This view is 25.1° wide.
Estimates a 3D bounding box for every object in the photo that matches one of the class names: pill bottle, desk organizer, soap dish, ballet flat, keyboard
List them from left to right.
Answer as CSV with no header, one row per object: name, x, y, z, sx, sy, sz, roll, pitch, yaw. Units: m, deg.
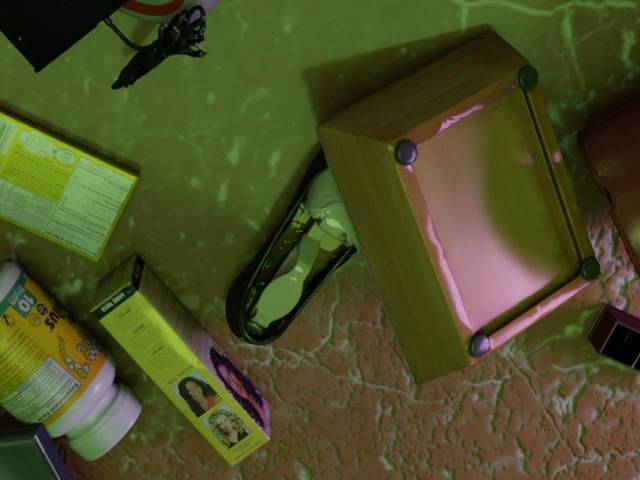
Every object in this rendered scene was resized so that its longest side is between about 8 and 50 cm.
pill bottle,-0.288,0.131,1.495,0.117,0.117,0.208,-42,106,10
keyboard,-0.206,-0.224,1.314,0.201,0.317,0.033,50,57,-13
ballet flat,0.000,0.000,1.484,0.095,0.096,0.280,30,104,-12
soap dish,0.148,-0.031,1.432,0.229,0.118,0.291,-30,109,-24
desk organizer,0.362,0.121,1.576,0.130,0.050,0.047,24,105,-12

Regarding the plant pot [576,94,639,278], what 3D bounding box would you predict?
plant pot,0.413,-0.074,1.416,0.265,0.272,0.272,-26,109,12

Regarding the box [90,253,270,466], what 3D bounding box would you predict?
box,-0.144,0.127,1.523,0.058,0.087,0.232,-37,109,10

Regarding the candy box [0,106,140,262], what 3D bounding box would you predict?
candy box,-0.299,-0.067,1.475,0.205,0.027,0.105,26,107,-12

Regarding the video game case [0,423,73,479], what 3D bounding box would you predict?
video game case,-0.328,0.316,1.547,0.196,0.026,0.274,-9,121,21

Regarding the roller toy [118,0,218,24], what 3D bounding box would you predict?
roller toy,-0.142,-0.309,1.309,0.191,0.209,0.146,47,57,-21
